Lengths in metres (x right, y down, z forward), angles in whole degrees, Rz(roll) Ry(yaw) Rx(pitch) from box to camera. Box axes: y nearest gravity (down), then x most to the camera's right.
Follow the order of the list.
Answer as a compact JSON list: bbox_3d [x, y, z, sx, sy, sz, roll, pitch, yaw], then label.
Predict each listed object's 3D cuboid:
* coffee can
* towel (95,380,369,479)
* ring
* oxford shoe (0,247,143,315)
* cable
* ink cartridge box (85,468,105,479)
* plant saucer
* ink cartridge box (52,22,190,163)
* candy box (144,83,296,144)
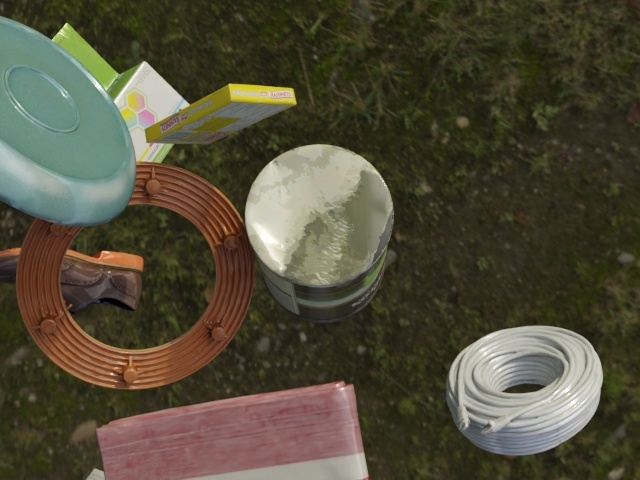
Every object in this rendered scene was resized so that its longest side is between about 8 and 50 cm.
[{"bbox_3d":[0.000,0.000,1.359,0.202,0.275,0.201,0,75,1],"label":"coffee can"},{"bbox_3d":[-0.056,0.301,0.806,0.237,0.037,0.328,-11,88,13],"label":"towel"},{"bbox_3d":[-0.253,0.056,1.300,0.337,0.032,0.336,-5,107,-17],"label":"ring"},{"bbox_3d":[-0.410,0.066,1.449,0.272,0.097,0.098,4,76,-27],"label":"oxford shoe"},{"bbox_3d":[0.336,0.242,1.524,0.257,0.257,0.089,-15,116,4],"label":"cable"},{"bbox_3d":[-0.503,0.664,2.007,0.121,0.211,0.289,49,61,-25],"label":"ink cartridge box"},{"bbox_3d":[-0.337,-0.156,1.087,0.044,0.317,0.318,-39,122,24],"label":"plant saucer"},{"bbox_3d":[-0.371,-0.236,1.590,0.255,0.097,0.188,45,57,-28],"label":"ink cartridge box"},{"bbox_3d":[-0.137,-0.164,1.222,0.105,0.206,0.027,-7,85,-42],"label":"candy box"}]
